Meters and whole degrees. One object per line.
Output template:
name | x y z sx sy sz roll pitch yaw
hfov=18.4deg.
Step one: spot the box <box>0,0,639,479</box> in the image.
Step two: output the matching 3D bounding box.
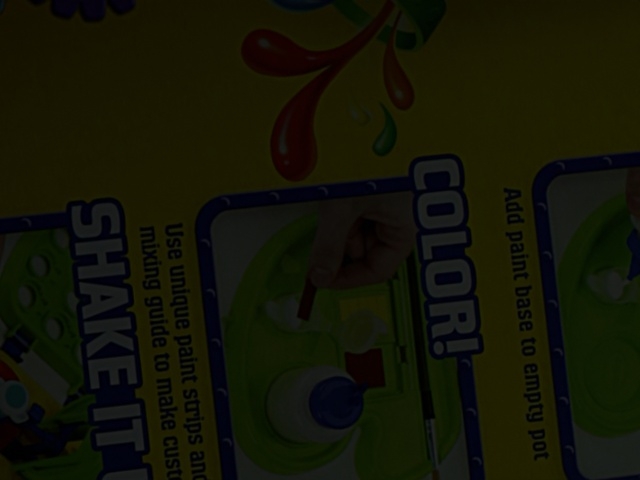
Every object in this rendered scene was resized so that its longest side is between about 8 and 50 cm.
box | -0.001 0.015 0.534 0.279 0.177 0.290 -7 178 -8
